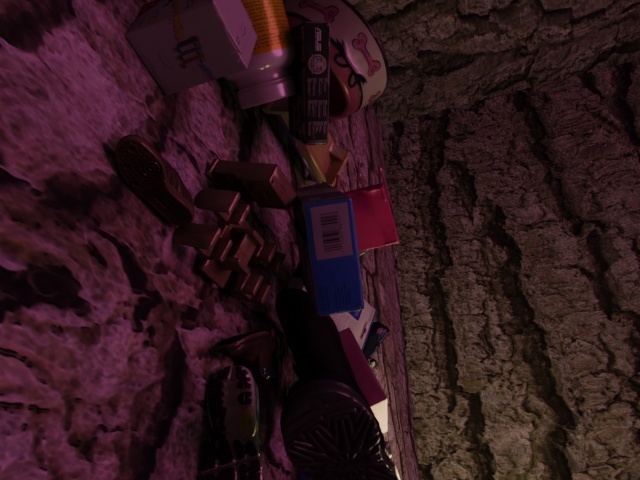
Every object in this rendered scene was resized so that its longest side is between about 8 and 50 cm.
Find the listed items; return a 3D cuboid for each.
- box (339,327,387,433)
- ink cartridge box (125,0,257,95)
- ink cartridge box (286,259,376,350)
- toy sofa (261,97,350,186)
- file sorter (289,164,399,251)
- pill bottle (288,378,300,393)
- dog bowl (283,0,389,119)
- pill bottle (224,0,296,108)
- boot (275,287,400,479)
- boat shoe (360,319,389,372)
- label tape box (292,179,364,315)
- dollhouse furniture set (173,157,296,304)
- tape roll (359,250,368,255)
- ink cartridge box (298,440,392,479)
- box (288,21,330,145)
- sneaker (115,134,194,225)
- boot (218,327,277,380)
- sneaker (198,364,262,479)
[{"bbox_3d":[0.078,0.393,1.261,0.243,0.117,0.214,79,-15,-51],"label":"box"},{"bbox_3d":[-0.224,-0.369,0.858,0.127,0.176,0.128,62,23,-45],"label":"ink cartridge box"},{"bbox_3d":[0.033,0.189,1.339,0.333,0.065,0.166,46,57,-38],"label":"ink cartridge box"},{"bbox_3d":[-0.056,-0.338,1.500,0.150,0.177,0.363,-65,149,-22],"label":"toy sofa"},{"bbox_3d":[0.078,-0.093,1.493,0.182,0.290,0.202,-81,155,-55],"label":"file sorter"},{"bbox_3d":[-0.013,0.433,1.161,0.112,0.111,0.187,-62,139,-65],"label":"pill bottle"},{"bbox_3d":[0.002,-0.538,1.425,0.150,0.408,0.408,-49,145,-11],"label":"dog bowl"},{"bbox_3d":[-0.166,-0.488,1.102,0.188,0.187,0.334,-58,135,-66],"label":"pill bottle"},{"bbox_3d":[-0.006,0.239,0.943,0.445,0.146,0.367,-110,179,-54],"label":"boot"},{"bbox_3d":[0.156,0.398,1.593,0.109,0.088,0.259,-49,164,-89],"label":"boat shoe"},{"bbox_3d":[0.000,0.000,1.102,0.334,0.105,0.241,-129,-150,-74],"label":"label tape box"},{"bbox_3d":[-0.178,-0.032,0.946,0.242,0.160,0.212,-66,148,-25],"label":"dollhouse furniture set"},{"bbox_3d":[0.102,-0.049,1.656,0.072,0.219,0.219,-4,84,-73],"label":"tape roll"},{"bbox_3d":[0.057,0.551,1.157,0.208,0.206,0.045,22,52,-71],"label":"ink cartridge box"},{"bbox_3d":[-0.033,-0.385,1.179,0.216,0.060,0.270,-130,-143,-66],"label":"box"},{"bbox_3d":[-0.268,-0.104,0.775,0.188,0.066,0.071,69,2,-47],"label":"sneaker"},{"bbox_3d":[-0.131,0.236,0.949,0.219,0.082,0.106,19,59,-73],"label":"boot"},{"bbox_3d":[-0.138,0.358,0.826,0.110,0.106,0.276,71,16,-57],"label":"sneaker"}]
